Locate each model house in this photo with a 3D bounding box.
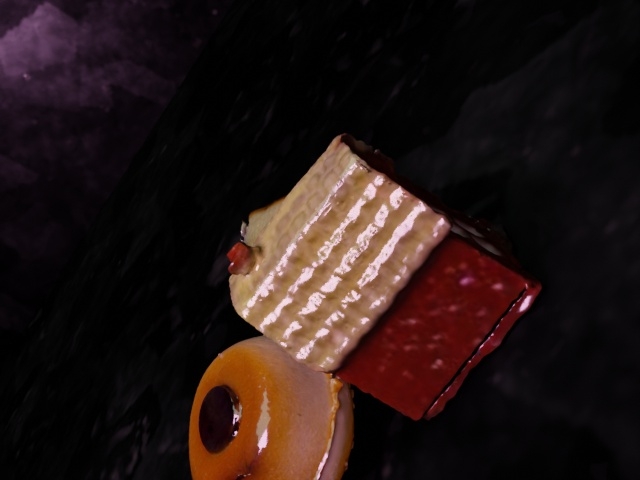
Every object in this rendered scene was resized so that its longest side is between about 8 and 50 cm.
[{"bbox_3d":[0.048,0.027,0.822,0.196,0.254,0.160,-53,30,15],"label":"model house"}]

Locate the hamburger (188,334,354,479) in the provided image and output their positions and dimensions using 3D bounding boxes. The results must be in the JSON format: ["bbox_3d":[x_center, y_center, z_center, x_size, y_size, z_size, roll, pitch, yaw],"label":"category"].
[{"bbox_3d":[-0.051,0.209,0.931,0.237,0.147,0.236,-32,49,47],"label":"hamburger"}]

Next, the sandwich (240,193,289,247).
[{"bbox_3d":[0.000,0.000,1.081,0.236,0.128,0.122,-11,57,58],"label":"sandwich"}]
